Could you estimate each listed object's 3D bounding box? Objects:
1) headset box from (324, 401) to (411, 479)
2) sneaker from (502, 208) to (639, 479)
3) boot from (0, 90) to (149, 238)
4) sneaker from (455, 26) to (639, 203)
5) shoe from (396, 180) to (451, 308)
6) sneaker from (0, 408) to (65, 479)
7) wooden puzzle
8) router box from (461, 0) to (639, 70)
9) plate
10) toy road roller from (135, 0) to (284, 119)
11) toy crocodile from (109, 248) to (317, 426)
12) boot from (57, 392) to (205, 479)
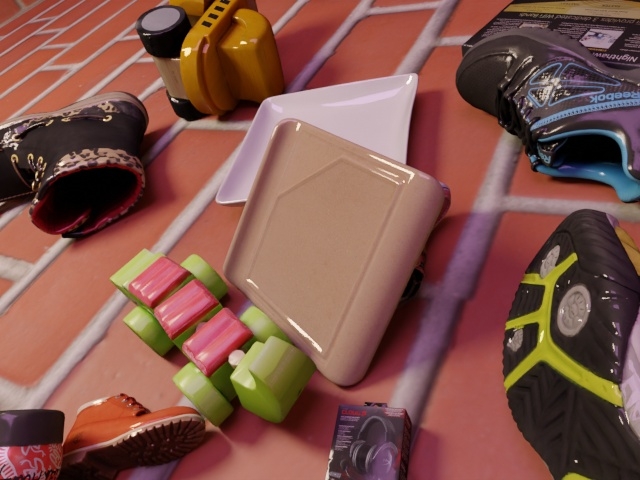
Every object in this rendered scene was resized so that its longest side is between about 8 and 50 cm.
[{"bbox_3d":[0.043,0.179,0.426,0.062,0.032,0.083,-3,48,21],"label":"headset box"},{"bbox_3d":[0.235,0.131,0.345,0.147,0.145,0.385,15,44,-5],"label":"sneaker"},{"bbox_3d":[-0.476,-0.115,0.879,0.377,0.138,0.284,-22,42,-7],"label":"boot"},{"bbox_3d":[0.278,-0.161,0.603,0.139,0.125,0.341,-40,43,-11],"label":"sneaker"},{"bbox_3d":[0.098,0.010,0.555,0.178,0.063,0.081,-40,46,-10],"label":"shoe"},{"bbox_3d":[-0.350,0.251,0.476,0.270,0.090,0.145,-19,63,28],"label":"sneaker"},{"bbox_3d":[0.000,0.000,0.543,0.238,0.044,0.221,33,107,40],"label":"wooden puzzle"},{"bbox_3d":[0.401,-0.286,0.707,0.243,0.081,0.309,-42,46,-20],"label":"router box"},{"bbox_3d":[0.006,-0.149,0.765,0.278,0.045,0.277,-3,47,20],"label":"plate"},{"bbox_3d":[-0.169,-0.388,0.979,0.240,0.202,0.329,13,57,18],"label":"toy road roller"},{"bbox_3d":[-0.137,0.086,0.543,0.115,0.105,0.340,-42,45,-20],"label":"toy crocodile"},{"bbox_3d":[-0.189,0.184,0.504,0.158,0.059,0.085,-18,38,7],"label":"boot"}]
